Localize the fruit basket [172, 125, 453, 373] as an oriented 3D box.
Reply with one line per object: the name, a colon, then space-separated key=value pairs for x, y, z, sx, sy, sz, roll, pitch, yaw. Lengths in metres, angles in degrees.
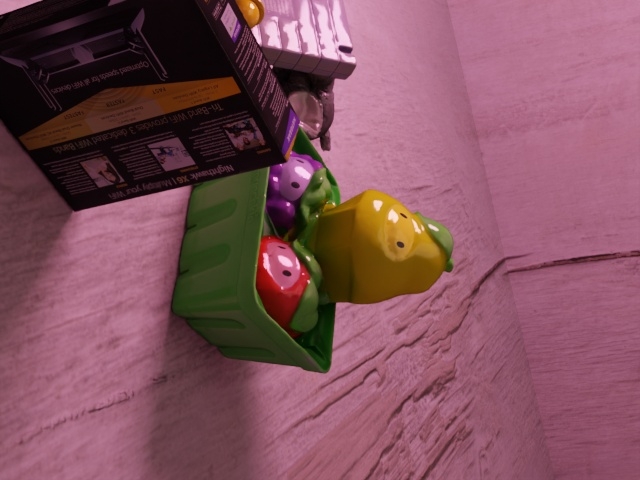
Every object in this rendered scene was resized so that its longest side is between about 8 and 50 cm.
fruit basket: x=0.000 y=0.000 z=1.430 sx=0.283 sy=0.392 sz=0.392 roll=51 pitch=35 yaw=-48

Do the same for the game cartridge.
game cartridge: x=-0.072 y=-0.453 z=1.688 sx=0.230 sy=0.068 sz=0.355 roll=4 pitch=60 yaw=-24

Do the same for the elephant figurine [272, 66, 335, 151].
elephant figurine: x=-0.079 y=-0.224 z=1.669 sx=0.239 sy=0.186 sz=0.169 roll=-47 pitch=166 yaw=-51

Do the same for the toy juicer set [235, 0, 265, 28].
toy juicer set: x=-0.138 y=-0.436 z=1.486 sx=0.209 sy=0.089 sz=0.329 roll=40 pitch=66 yaw=-38

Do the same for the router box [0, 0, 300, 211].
router box: x=-0.213 y=-0.170 z=1.080 sx=0.081 sy=0.309 sz=0.243 roll=-76 pitch=147 yaw=-44
